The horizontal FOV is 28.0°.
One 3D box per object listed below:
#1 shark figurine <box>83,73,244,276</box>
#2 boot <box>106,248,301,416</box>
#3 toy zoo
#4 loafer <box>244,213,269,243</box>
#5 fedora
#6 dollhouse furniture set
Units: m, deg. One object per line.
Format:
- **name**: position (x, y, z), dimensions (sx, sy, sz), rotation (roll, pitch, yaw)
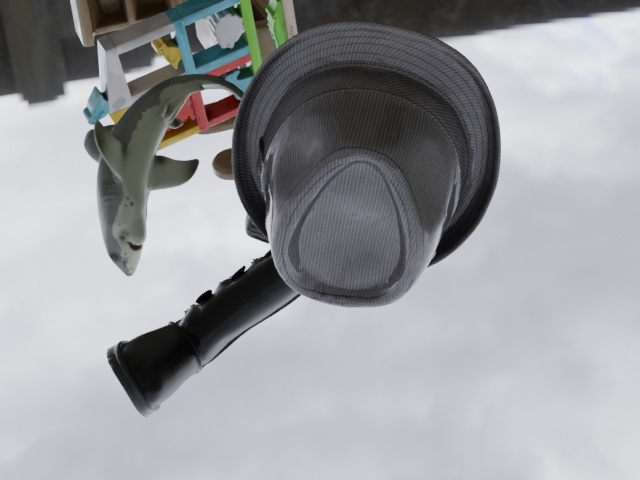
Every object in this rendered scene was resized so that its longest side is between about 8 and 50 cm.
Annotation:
- **shark figurine**: position (-0.193, -0.119, 1.387), dimensions (0.116, 0.166, 0.278), rotation (6, -128, 37)
- **boot**: position (-0.171, 0.142, 2.441), dimensions (0.445, 0.146, 0.367), rotation (-31, -175, 1)
- **toy zoo**: position (-0.163, -0.214, 1.622), dimensions (0.293, 0.192, 0.030), rotation (-26, -127, -13)
- **loafer**: position (0.000, 0.000, 2.157), dimensions (0.267, 0.084, 0.096), rotation (25, -142, 0)
- **fedora**: position (0.033, -0.042, 1.130), dimensions (0.243, 0.275, 0.124), rotation (16, -138, -3)
- **dollhouse furniture set**: position (-0.205, -0.329, 1.876), dimensions (0.256, 0.362, 0.394), rotation (-16, -141, -15)
